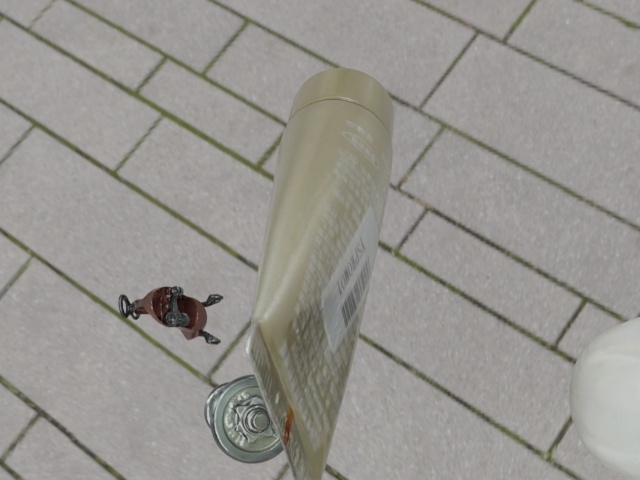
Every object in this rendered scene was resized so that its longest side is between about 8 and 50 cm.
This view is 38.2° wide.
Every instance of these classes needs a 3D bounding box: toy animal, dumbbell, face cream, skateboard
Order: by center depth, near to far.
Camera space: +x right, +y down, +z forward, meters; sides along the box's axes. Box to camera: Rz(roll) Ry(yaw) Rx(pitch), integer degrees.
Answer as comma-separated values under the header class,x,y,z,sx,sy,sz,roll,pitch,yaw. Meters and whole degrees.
class,x,y,z,sx,sy,sz,roll,pitch,yaw
face cream,0.000,0.000,0.604,0.084,0.137,0.341,-6,37,12
toy animal,0.412,0.183,0.955,0.289,0.174,0.249,-28,71,28
skateboard,-0.187,0.089,1.154,0.080,0.151,0.067,-3,74,22
dumbbell,-0.108,0.231,1.232,0.110,0.254,0.110,2,84,-17
